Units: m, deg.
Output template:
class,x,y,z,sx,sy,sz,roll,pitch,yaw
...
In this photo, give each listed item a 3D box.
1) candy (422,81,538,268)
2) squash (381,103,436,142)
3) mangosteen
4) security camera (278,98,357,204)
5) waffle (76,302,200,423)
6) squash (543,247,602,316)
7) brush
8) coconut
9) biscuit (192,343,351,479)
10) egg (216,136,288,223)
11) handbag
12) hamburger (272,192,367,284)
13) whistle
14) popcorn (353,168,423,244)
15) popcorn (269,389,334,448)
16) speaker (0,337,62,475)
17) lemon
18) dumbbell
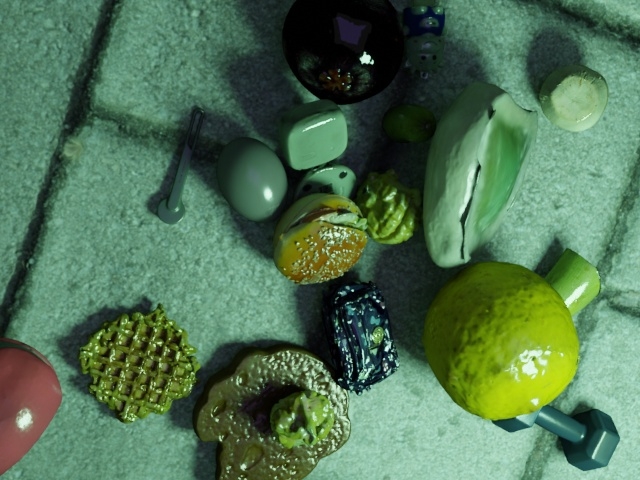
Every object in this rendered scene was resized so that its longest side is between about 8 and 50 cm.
class,x,y,z,sx,sy,sz,roll,pitch,yaw
candy,0.332,-0.140,1.867,0.186,0.386,0.426,17,107,25
squash,0.207,-0.264,1.883,0.095,0.188,0.095,-1,96,-12
mangosteen,0.055,-0.453,1.809,0.275,0.275,0.302,18,55,-15
security camera,-0.006,-0.172,1.860,0.157,0.080,0.301,-22,135,-13
waffle,-0.398,0.275,1.861,0.245,0.052,0.254,-31,104,-11
squash,0.571,0.171,2.065,0.137,0.137,0.287,37,92,-15
brush,-0.301,-0.164,1.853,0.062,0.027,0.266,17,88,-16
coconut,0.601,-0.341,1.994,0.161,0.162,0.160,3,102,14
biscuit,-0.116,0.422,1.937,0.359,0.074,0.381,37,88,-15
egg,-0.147,-0.129,1.829,0.147,0.146,0.198,-25,110,-10
handbag,0.090,0.221,1.929,0.162,0.113,0.260,-17,100,-32
hamburger,-0.004,0.001,1.856,0.237,0.147,0.236,-17,132,-20
whistle,0.237,-0.490,1.913,0.110,0.092,0.244,-1,98,-10
popcorn,0.153,-0.076,1.908,0.142,0.173,0.173,-15,100,-20
popcorn,-0.041,0.398,1.870,0.145,0.126,0.125,-1,71,-1
speaker,-0.659,0.337,1.667,0.295,0.294,0.294,-2,97,-14
lemon,0.397,0.216,1.897,0.350,0.387,0.349,-12,142,-10
dumbbell,0.576,0.445,2.078,0.325,0.160,0.144,29,58,-17
